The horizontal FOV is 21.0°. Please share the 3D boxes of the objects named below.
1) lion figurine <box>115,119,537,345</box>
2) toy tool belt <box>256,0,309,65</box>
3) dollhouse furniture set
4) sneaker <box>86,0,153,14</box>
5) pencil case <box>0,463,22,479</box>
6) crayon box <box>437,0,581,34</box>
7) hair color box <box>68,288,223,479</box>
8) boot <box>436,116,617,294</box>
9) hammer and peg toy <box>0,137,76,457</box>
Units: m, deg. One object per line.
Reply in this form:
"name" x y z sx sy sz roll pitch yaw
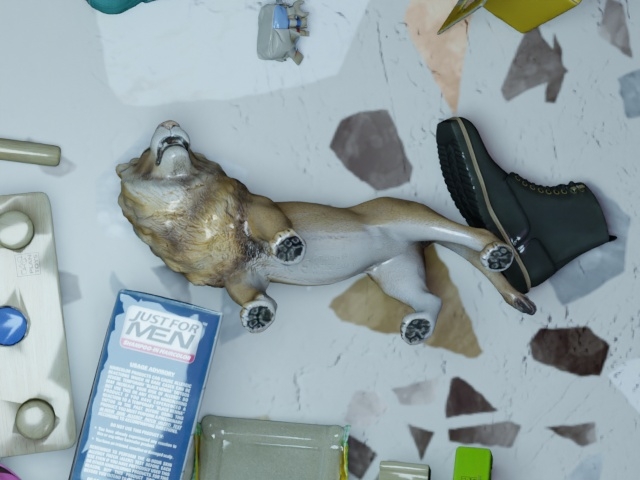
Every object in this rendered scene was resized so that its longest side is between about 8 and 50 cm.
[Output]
"lion figurine" 0.000 0.000 1.696 0.392 0.240 0.142 12 106 -24
"toy tool belt" -0.036 -0.222 1.753 0.051 0.052 0.083 4 91 -39
"dollhouse furniture set" 0.017 0.300 1.735 0.302 0.151 0.197 4 67 9
"sneaker" -0.092 -0.301 1.702 0.302 0.108 0.121 -37 77 -9
"pencil case" -0.334 0.317 1.638 0.098 0.095 0.209 33 113 28
"crayon box" 0.253 -0.329 1.715 0.083 0.203 0.323 34 85 -6
"hair color box" -0.186 0.224 1.651 0.105 0.174 0.347 15 86 -6
"boot" 0.211 -0.056 1.774 0.137 0.077 0.198 -26 105 -13
"hammer and peg toy" -0.371 0.035 1.652 0.266 0.127 0.361 -6 89 -8
